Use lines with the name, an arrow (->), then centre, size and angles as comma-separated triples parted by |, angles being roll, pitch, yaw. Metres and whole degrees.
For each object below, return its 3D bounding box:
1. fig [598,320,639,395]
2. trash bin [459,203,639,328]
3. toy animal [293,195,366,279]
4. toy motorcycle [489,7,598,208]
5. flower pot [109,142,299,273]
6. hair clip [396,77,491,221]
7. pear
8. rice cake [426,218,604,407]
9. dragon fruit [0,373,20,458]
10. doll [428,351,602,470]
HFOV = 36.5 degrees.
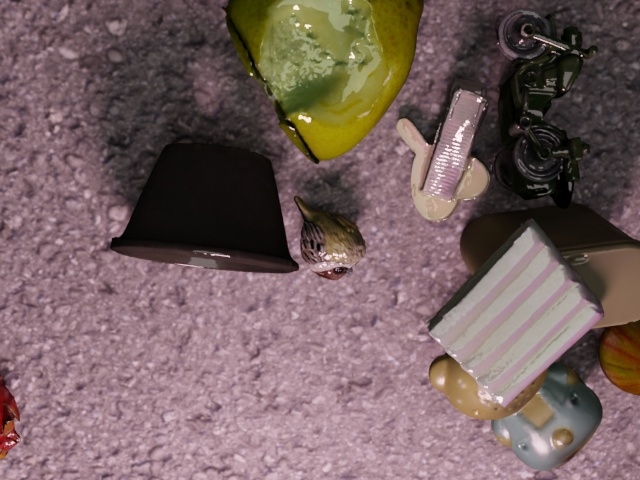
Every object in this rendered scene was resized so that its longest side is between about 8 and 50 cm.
fig -> 0.506, 0.181, 1.498 | 0.142, 0.186, 0.148 | 26, 95, 6
trash bin -> 0.336, 0.034, 1.407 | 0.243, 0.247, 0.121 | -8, 107, -3
toy animal -> 0.000, 0.000, 1.457 | 0.137, 0.098, 0.098 | 33, 102, 4
toy motorcycle -> 0.311, -0.180, 1.383 | 0.127, 0.205, 0.275 | -5, 88, 0
flower pot -> -0.155, -0.045, 1.372 | 0.268, 0.269, 0.166 | 7, 83, -6
hair clip -> 0.182, -0.132, 1.433 | 0.159, 0.071, 0.219 | 19, 117, 10
pear -> 0.029, -0.267, 1.347 | 0.292, 0.159, 0.293 | -2, 104, -6
rice cake -> 0.258, 0.101, 1.276 | 0.198, 0.037, 0.189 | -40, 106, 9
dragon fruit -> -0.528, 0.266, 1.474 | 0.133, 0.136, 0.166 | -33, 126, -4
doll -> 0.303, 0.227, 1.507 | 0.177, 0.161, 0.260 | -43, 107, 10
